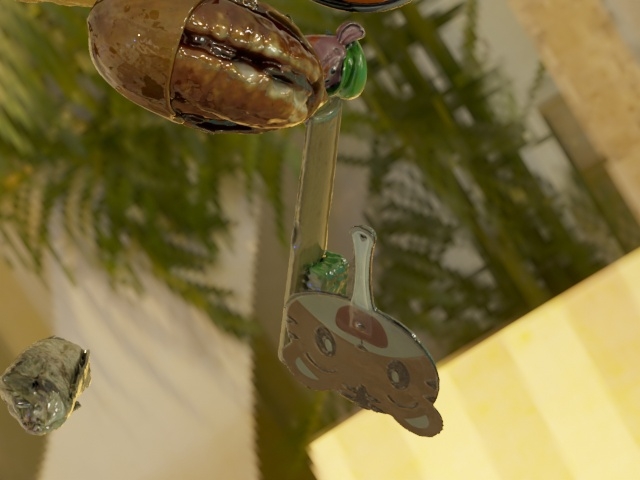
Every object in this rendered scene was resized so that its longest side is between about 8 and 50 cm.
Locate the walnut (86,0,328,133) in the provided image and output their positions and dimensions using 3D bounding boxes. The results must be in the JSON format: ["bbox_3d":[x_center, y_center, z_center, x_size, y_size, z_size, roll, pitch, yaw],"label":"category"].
[{"bbox_3d":[-0.076,-0.131,1.431,0.116,0.207,0.116,-26,54,44],"label":"walnut"}]

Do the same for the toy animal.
[{"bbox_3d":[-0.062,-0.178,1.888,0.208,0.100,0.103,-7,37,-9],"label":"toy animal"}]

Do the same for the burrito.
[{"bbox_3d":[-0.195,0.103,1.405,0.188,0.058,0.045,-82,17,-85],"label":"burrito"}]

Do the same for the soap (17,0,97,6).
[{"bbox_3d":[-0.291,-0.303,1.732,0.204,0.096,0.324,9,-12,33],"label":"soap"}]

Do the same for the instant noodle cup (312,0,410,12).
[{"bbox_3d":[0.035,-0.319,1.858,0.177,0.208,0.125,96,-171,-52],"label":"instant noodle cup"}]

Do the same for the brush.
[{"bbox_3d":[0.000,0.000,1.818,0.048,0.282,0.054,23,38,24],"label":"brush"}]

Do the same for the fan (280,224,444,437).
[{"bbox_3d":[0.031,0.064,1.523,0.008,0.152,0.226,-50,-26,-34],"label":"fan"}]
